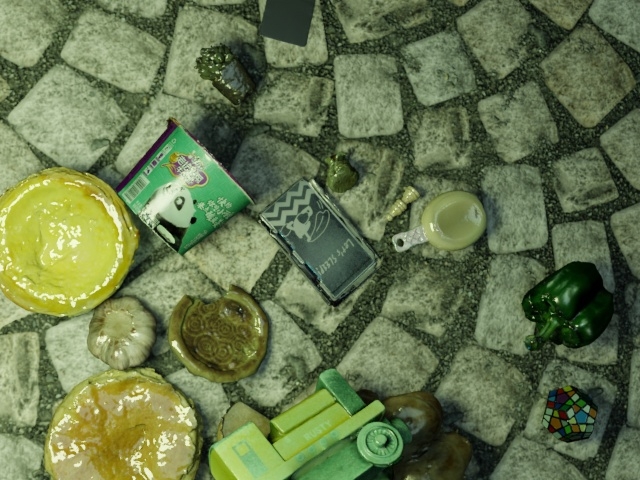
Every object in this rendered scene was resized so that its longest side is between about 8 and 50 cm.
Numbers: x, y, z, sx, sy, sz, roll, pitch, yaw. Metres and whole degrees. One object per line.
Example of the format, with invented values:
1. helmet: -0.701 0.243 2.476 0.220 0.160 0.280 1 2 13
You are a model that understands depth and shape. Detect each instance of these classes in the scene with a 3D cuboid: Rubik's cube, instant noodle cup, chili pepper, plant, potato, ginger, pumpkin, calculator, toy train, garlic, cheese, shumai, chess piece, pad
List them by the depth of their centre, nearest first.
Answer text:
1. toy train: -0.016 0.425 1.566 0.397 0.160 0.253 -28 57 -28
2. instant noodle cup: -0.287 -0.101 1.655 0.190 0.251 0.251 -44 94 -4
3. garlic: -0.409 0.192 1.661 0.147 0.102 0.159 -25 66 -11
4. potato: -0.113 0.450 1.677 0.243 0.098 0.138 29 56 4
5. pumpkin: -0.247 0.231 1.715 0.074 0.054 0.083 -29 81 -31
6. ginger: 0.190 0.442 1.740 0.245 0.155 0.304 -28 82 -6
7. plant: -0.209 -0.369 1.767 0.092 0.094 0.143 -44 98 -1
8. calculator: 0.000 0.000 1.802 0.166 0.028 0.274 -41 95 -15
9. shumai: 0.037 -0.157 1.816 0.083 0.082 0.080 -23 51 -25
10. chili pepper: 0.540 0.162 1.824 0.261 0.165 0.173 -37 110 -16
11. Rubik's cube: 0.568 0.396 1.829 0.133 0.112 0.133 1 85 -12
12. cheese: 0.269 -0.031 1.840 0.228 0.064 0.137 -22 87 -11
13. chess piece: 0.185 -0.081 1.845 0.035 0.035 0.092 45 81 -4
14. pad: -0.073 -0.532 1.855 0.112 0.003 0.157 13 82 -10

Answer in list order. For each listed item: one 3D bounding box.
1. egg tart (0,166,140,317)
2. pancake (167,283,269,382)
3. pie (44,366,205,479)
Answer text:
1. egg tart: -0.521 0.004 1.639 0.315 0.120 0.314 0 91 -1
2. pancake: -0.210 0.198 1.702 0.235 0.029 0.211 -19 80 -35
3. pie: -0.400 0.426 1.648 0.340 0.083 0.339 1 86 -9
